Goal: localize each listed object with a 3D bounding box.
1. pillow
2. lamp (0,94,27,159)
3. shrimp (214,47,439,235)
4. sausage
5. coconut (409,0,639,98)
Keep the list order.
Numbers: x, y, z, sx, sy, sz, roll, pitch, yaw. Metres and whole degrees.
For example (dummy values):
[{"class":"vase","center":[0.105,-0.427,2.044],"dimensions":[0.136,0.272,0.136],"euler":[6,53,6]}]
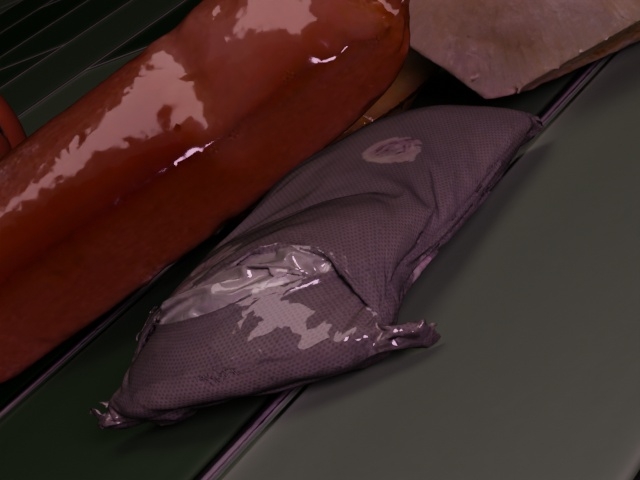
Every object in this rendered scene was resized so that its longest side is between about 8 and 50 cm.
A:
[{"class":"pillow","center":[0.000,0.000,0.865],"dimensions":[0.169,0.059,0.255],"euler":[-20,16,29]},{"class":"lamp","center":[-0.283,-0.034,1.268],"dimensions":[0.188,0.164,0.187],"euler":[-39,-5,-4]},{"class":"shrimp","center":[-0.015,-0.069,1.125],"dimensions":[0.145,0.061,0.267],"euler":[2,28,43]},{"class":"sausage","center":[-0.096,-0.035,0.997],"dimensions":[0.348,0.094,0.097],"euler":[-36,57,4]},{"class":"coconut","center":[0.114,-0.189,1.033],"dimensions":[0.237,0.197,0.237],"euler":[-19,8,3]}]
